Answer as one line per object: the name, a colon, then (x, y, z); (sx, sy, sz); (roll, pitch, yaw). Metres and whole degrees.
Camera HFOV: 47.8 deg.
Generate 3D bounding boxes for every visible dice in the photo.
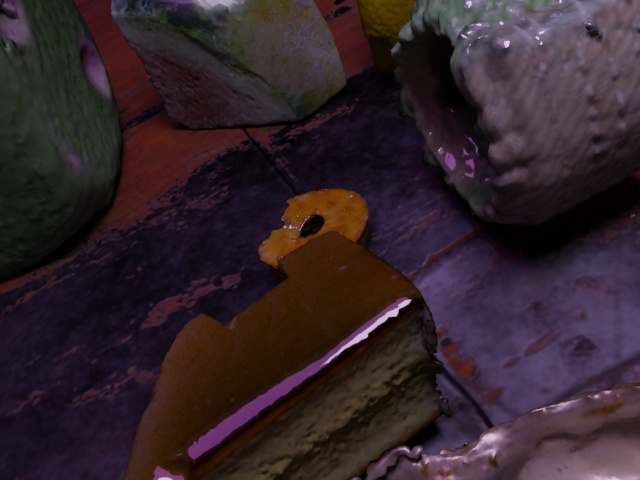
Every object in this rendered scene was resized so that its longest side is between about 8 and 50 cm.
dice: (-0.432, -0.155, 0.795); (0.322, 0.330, 0.318); (-17, 44, 6)

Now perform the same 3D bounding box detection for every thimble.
thimble: (0.159, -0.123, 0.571); (0.150, 0.219, 0.219); (-27, 42, -6)

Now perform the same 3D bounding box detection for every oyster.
oyster: (0.159, 0.150, 0.402); (0.345, 0.078, 0.128); (-24, 42, 12)

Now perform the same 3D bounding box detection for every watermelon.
watermelon: (-0.115, -0.264, 0.870); (0.232, 0.310, 0.193); (-37, 22, 51)

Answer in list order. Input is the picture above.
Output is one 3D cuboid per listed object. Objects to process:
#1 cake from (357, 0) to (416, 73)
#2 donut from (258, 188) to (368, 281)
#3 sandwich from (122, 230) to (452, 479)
cake: (0.121, -0.317, 0.814); (0.156, 0.179, 0.260); (-3, 45, 23)
donut: (0.000, 0.000, 0.650); (0.097, 0.043, 0.108); (10, 51, 33)
sandwich: (-0.038, 0.115, 0.478); (0.236, 0.122, 0.128); (-33, 31, -11)
